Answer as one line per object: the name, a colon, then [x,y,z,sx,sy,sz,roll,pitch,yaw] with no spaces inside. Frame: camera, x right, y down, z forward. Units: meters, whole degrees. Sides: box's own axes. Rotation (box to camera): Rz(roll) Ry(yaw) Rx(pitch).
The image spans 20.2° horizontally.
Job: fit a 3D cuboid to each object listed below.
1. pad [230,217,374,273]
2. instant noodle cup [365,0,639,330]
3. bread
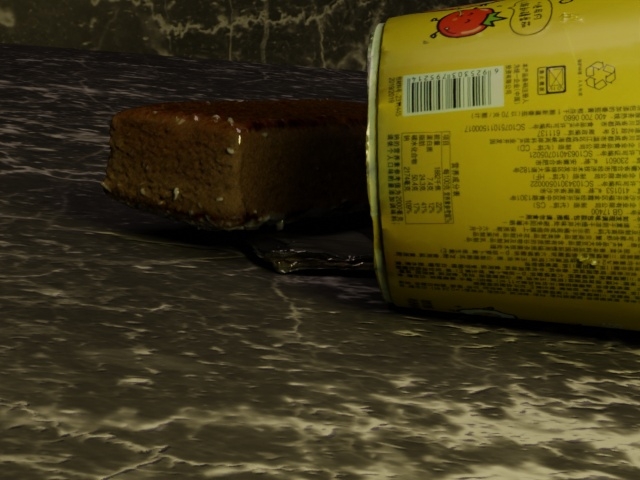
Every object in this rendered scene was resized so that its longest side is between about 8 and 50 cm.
pad: [0.000,-0.001,1.741,0.174,0.022,0.233,2,11,-18]
instant noodle cup: [0.177,-0.068,1.509,0.254,0.326,0.325,-2,10,8]
bread: [-0.025,-0.083,1.818,0.165,0.113,0.416,14,13,33]
